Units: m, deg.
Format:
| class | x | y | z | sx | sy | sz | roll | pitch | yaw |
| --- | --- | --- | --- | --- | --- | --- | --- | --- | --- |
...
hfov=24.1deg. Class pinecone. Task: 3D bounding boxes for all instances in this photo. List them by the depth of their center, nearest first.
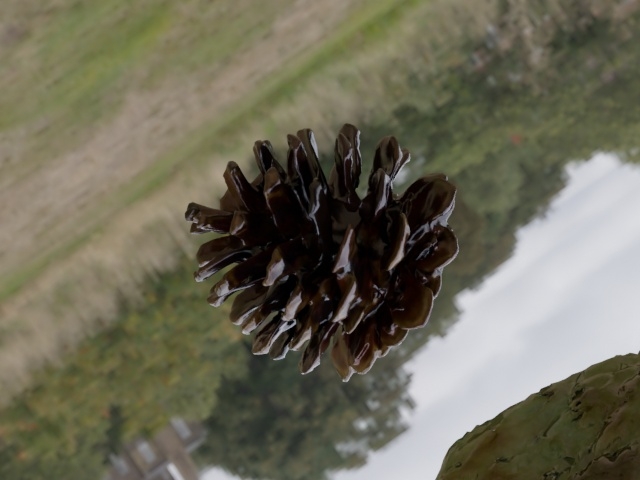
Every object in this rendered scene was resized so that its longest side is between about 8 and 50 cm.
| class | x | y | z | sx | sy | sz | roll | pitch | yaw |
| --- | --- | --- | --- | --- | --- | --- | --- | --- | --- |
| pinecone | -0.004 | 0.009 | 1.448 | 0.264 | 0.264 | 0.264 | -34 | 180 | 0 |

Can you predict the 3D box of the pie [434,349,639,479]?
| class | x | y | z | sx | sy | sz | roll | pitch | yaw |
| --- | --- | --- | --- | --- | --- | --- | --- | --- | --- |
| pie | 0.240 | 0.197 | 0.855 | 0.395 | 0.180 | 0.418 | -29 | -144 | 7 |
